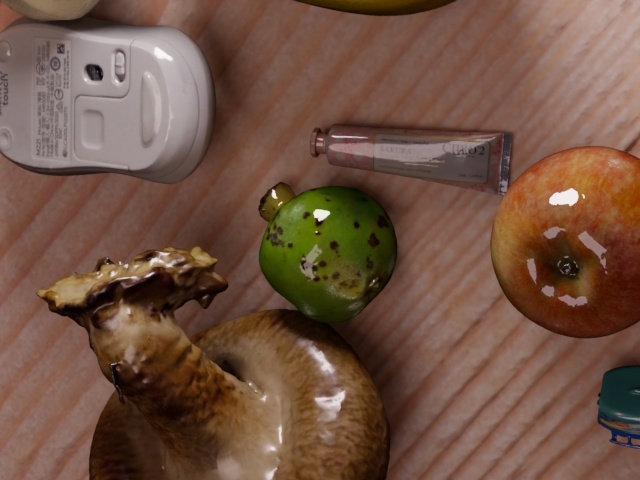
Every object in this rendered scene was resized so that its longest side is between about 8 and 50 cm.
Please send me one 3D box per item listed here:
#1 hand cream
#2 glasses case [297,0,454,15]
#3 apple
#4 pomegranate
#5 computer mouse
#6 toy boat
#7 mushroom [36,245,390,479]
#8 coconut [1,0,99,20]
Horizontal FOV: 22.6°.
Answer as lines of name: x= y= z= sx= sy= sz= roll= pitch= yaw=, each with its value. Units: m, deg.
hand cream: x=0.093 y=-0.089 z=1.661 sx=0.210 sy=0.043 sz=0.067 roll=7 pitch=110 yaw=14
glasses case: x=-0.010 y=-0.321 z=1.567 sx=0.371 sy=0.141 sz=0.173 roll=20 pitch=99 yaw=15
apple: x=0.258 y=0.003 z=1.548 sx=0.188 sy=0.174 sz=0.188 roll=8 pitch=111 yaw=22
pomegranate: x=0.001 y=-0.002 z=1.673 sx=0.143 sy=0.122 sz=0.169 roll=-35 pitch=78 yaw=-9
computer mouse: x=-0.228 y=-0.156 z=1.725 sx=0.297 sy=0.121 sz=0.184 roll=4 pitch=102 yaw=35
toy boat: x=0.371 y=0.185 z=1.626 sx=0.175 sy=0.091 sz=0.110 roll=4 pitch=142 yaw=18
mushroom: x=-0.094 y=0.201 z=1.682 sx=0.331 sy=0.356 sz=0.334 roll=-11 pitch=61 yaw=-1
coconut: x=-0.275 y=-0.321 z=1.665 sx=0.162 sy=0.161 sz=0.161 roll=-42 pitch=89 yaw=22
